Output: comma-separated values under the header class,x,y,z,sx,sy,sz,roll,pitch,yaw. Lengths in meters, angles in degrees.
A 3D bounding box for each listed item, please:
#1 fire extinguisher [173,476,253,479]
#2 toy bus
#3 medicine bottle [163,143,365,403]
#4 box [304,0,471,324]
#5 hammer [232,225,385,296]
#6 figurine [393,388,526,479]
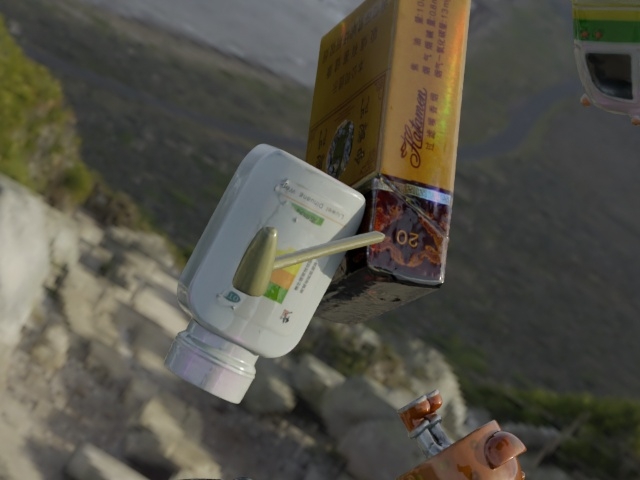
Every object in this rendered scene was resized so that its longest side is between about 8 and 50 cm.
class,x,y,z,sx,sy,sz,roll,pitch,yaw
fire extinguisher,-0.028,0.320,1.465,0.294,0.093,0.118,52,39,1
toy bus,0.346,-0.233,1.515,0.143,0.179,0.305,5,23,27
medicine bottle,-0.076,0.043,1.918,0.161,0.296,0.111,29,1,-22
box,0.075,-0.112,2.079,0.116,0.415,0.264,15,-19,-22
hammer,0.000,0.000,1.323,0.028,0.060,0.195,35,27,25
figurine,0.162,0.285,1.655,0.143,0.143,0.271,-16,88,-69
